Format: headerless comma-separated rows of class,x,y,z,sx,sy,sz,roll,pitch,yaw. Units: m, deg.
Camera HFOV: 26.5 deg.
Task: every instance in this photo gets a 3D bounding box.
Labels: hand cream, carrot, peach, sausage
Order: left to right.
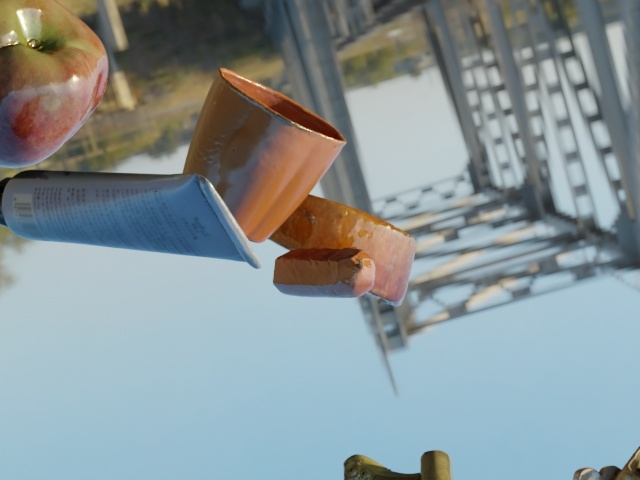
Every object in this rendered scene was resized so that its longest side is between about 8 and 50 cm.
peach,-0.262,-0.130,1.154,0.152,0.152,0.152,-16,-173,2
hand cream,-0.153,-0.018,1.005,0.256,0.088,0.055,6,-135,41
carrot,0.000,0.000,1.901,0.258,0.100,0.307,29,172,-35
sausage,0.011,0.040,1.679,0.065,0.065,0.169,-21,-168,-35

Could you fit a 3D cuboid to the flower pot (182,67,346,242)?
flower pot,-0.085,-0.099,1.720,0.190,0.173,0.190,27,-167,-7

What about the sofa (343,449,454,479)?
sofa,0.127,0.376,1.527,0.182,0.258,0.200,-7,-135,4

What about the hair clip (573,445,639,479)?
hair clip,0.202,0.239,1.082,0.214,0.062,0.056,-47,-158,0
